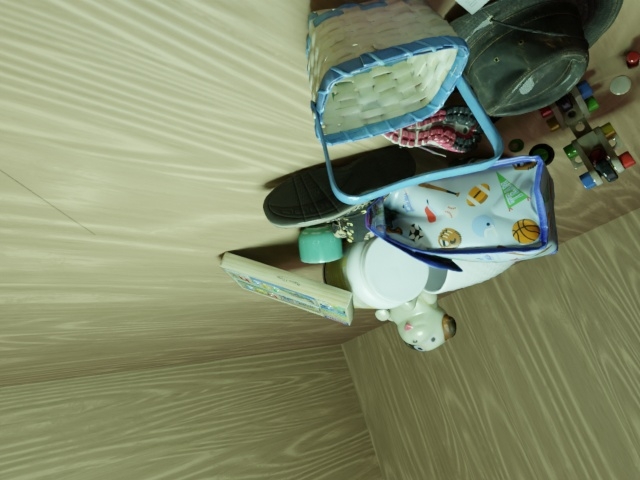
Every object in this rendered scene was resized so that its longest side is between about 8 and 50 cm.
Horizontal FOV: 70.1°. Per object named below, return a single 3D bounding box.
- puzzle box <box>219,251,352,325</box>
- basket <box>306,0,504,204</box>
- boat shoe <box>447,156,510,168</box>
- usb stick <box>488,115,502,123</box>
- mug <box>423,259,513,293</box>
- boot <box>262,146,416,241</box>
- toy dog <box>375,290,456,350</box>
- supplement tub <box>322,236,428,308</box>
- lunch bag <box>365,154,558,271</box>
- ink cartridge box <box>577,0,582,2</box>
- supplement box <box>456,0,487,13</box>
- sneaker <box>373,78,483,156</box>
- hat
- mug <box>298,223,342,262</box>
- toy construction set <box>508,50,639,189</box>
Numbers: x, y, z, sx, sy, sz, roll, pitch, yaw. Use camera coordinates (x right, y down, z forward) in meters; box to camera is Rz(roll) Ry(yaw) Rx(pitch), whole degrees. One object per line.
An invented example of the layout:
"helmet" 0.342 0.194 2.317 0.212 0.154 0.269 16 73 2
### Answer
"puzzle box" -0.094 0.159 1.445 0.409 0.052 0.272 17 162 12
"basket" 0.109 -0.212 0.687 0.255 0.289 0.201 -14 158 -7
"boat shoe" 0.483 -0.193 1.340 0.099 0.116 0.319 17 -167 41
"usb stick" 0.426 -0.322 1.009 0.077 0.045 0.278 -7 157 -44
"mug" 0.448 -0.009 1.490 0.328 0.276 0.374 -11 -163 -18
"boot" 0.051 -0.081 1.178 0.377 0.138 0.284 -24 159 -8
"toy dog" 0.371 0.249 1.857 0.284 0.408 0.395 -29 156 27
"supplement tub" 0.164 0.094 1.438 0.241 0.241 0.331 -10 177 -20
"lunch bag" 0.341 -0.045 1.088 0.385 0.239 0.328 -4 174 29
"ink cartridge box" 0.494 -0.478 0.671 0.232 0.066 0.189 -17 159 10
"supplement box" 0.154 -0.388 0.539 0.220 0.111 0.114 5 150 -44
"sneaker" 0.198 -0.242 0.941 0.299 0.121 0.112 10 -171 -33
"hat" 0.361 -0.304 0.809 0.331 0.134 0.331 -8 168 -2
"mug" -0.006 0.002 1.371 0.129 0.097 0.158 -11 -167 -21
"toy construction set" 0.681 -0.294 1.127 0.237 0.257 0.309 -19 144 -54
